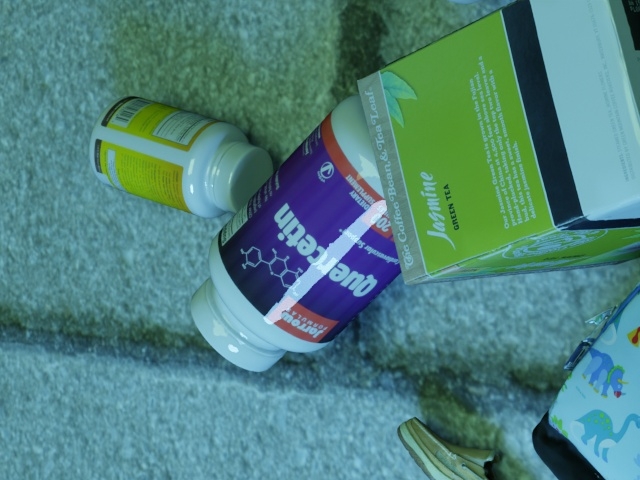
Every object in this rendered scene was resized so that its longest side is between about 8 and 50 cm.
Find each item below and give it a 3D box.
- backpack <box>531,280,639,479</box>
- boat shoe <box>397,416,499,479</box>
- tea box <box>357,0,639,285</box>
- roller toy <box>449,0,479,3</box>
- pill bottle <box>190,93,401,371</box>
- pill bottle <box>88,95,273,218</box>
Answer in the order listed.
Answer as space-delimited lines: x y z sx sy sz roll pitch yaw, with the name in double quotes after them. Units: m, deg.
0.388 0.146 1.903 0.355 0.273 0.290 -48 57 10 "backpack"
0.168 0.255 2.146 0.190 0.068 0.072 45 101 16 "boat shoe"
0.274 -0.107 1.880 0.324 0.329 0.220 -22 77 47 "tea box"
0.148 -0.356 2.083 0.146 0.209 0.191 -34 91 30 "roller toy"
0.000 0.000 2.186 0.323 0.181 0.181 -46 65 25 "pill bottle"
-0.165 -0.096 2.338 0.215 0.117 0.117 18 99 33 "pill bottle"
